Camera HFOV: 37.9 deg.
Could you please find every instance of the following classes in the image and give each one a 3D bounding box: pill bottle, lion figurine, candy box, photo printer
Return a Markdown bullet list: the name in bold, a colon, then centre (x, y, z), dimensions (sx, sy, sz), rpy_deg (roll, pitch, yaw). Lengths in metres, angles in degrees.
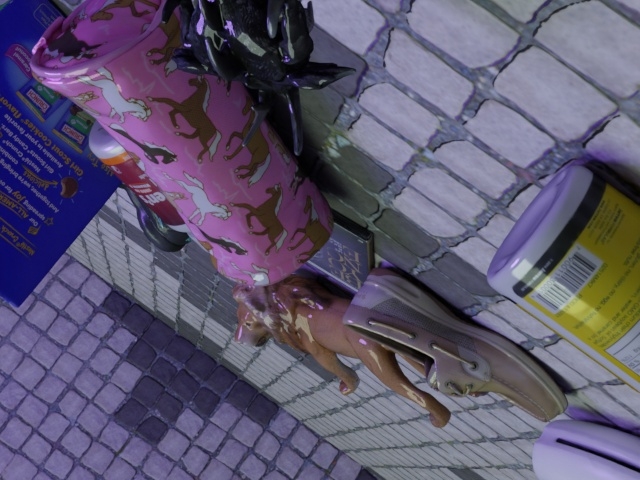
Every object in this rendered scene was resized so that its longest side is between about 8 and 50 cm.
- **pill bottle**: centre (0.245, 0.046, 0.717), dimensions (0.208, 0.119, 0.119), rpy_deg (36, 164, 0)
- **lion figurine**: centre (0.045, 0.139, 1.381), dimensions (0.392, 0.142, 0.240), rpy_deg (-2, 137, 48)
- **candy box**: centre (-0.400, -0.122, 1.184), dimensions (0.122, 0.317, 0.268), rpy_deg (15, 154, 50)
- **pill bottle**: centre (-0.179, -0.088, 1.187), dimensions (0.121, 0.121, 0.221), rpy_deg (16, 154, 49)
- **photo printer**: centre (0.430, 0.353, 1.211), dimensions (0.256, 0.107, 0.307), rpy_deg (13, 152, 52)

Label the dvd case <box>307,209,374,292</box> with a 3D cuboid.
- **dvd case**: centre (0.000, 0.000, 1.254), dimensions (0.165, 0.018, 0.221), rpy_deg (31, 163, 16)

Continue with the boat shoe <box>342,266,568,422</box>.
- **boat shoe**: centre (0.170, 0.153, 1.192), dimensions (0.302, 0.098, 0.109), rpy_deg (33, 164, 3)

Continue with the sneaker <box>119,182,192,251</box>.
- **sneaker**: centre (-0.260, -0.105, 1.398), dimensions (0.106, 0.101, 0.267), rpy_deg (-20, 120, 33)

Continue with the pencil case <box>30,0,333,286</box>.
- **pencil case**: centre (-0.131, -0.103, 0.991), dimensions (0.386, 0.160, 0.167), rpy_deg (52, -178, -44)

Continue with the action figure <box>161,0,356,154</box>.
- **action figure**: centre (-0.041, -0.196, 0.597), dimensions (0.164, 0.141, 0.275), rpy_deg (20, 142, 38)
